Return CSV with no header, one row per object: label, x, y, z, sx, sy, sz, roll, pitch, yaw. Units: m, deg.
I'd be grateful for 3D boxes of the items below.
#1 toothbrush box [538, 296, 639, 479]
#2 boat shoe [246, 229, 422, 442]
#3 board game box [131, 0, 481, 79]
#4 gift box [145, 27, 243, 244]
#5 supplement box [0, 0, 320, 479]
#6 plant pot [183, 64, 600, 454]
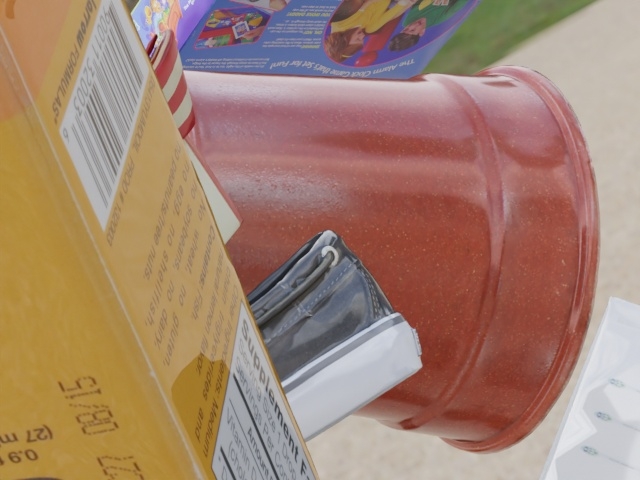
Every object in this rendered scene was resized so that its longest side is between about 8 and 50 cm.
toothbrush box,0.157,0.156,0.721,0.206,0.122,0.283,-68,-23,-3
boat shoe,-0.070,0.063,0.626,0.228,0.076,0.080,-28,-3,-20
board game box,0.013,-0.252,1.738,0.347,0.078,0.233,-5,-33,-42
gift box,-0.221,-0.025,0.787,0.258,0.276,0.255,17,64,41
supplement box,-0.063,0.026,0.430,0.078,0.233,0.080,-9,37,13
plant pot,0.000,0.000,1.195,0.265,0.272,0.272,6,-12,-26
